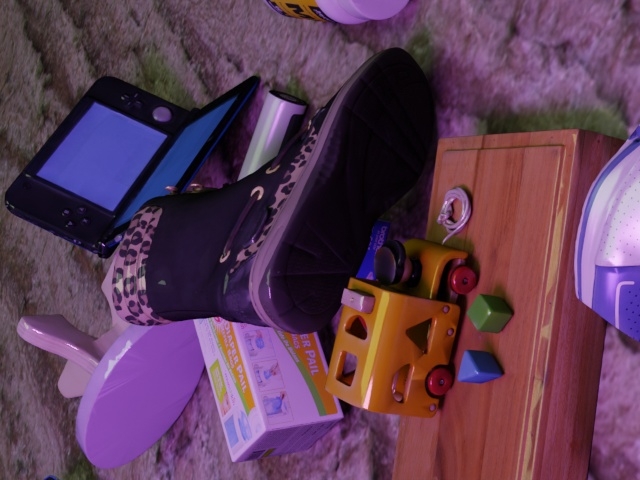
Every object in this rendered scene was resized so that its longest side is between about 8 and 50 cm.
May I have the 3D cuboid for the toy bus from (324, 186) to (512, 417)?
[{"bbox_3d":[0.071,0.069,1.185,0.191,0.104,0.202,-48,44,39],"label":"toy bus"}]

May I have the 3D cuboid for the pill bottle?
[{"bbox_3d":[0.017,-0.323,1.499,0.208,0.119,0.119,23,100,57],"label":"pill bottle"}]

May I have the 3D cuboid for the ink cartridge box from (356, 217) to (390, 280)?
[{"bbox_3d":[0.000,0.000,1.501,0.207,0.046,0.097,23,100,57],"label":"ink cartridge box"}]

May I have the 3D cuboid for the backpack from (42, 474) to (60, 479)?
[{"bbox_3d":[-0.402,0.450,1.926,0.173,0.117,0.158,-48,44,40],"label":"backpack"}]

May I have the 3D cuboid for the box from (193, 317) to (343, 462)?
[{"bbox_3d":[-0.067,0.143,1.467,0.114,0.103,0.203,-51,51,52],"label":"box"}]

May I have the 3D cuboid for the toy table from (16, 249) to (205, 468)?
[{"bbox_3d":[-0.283,0.162,1.733,0.161,0.252,0.274,45,107,34],"label":"toy table"}]

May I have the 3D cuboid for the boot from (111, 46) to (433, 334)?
[{"bbox_3d":[-0.052,-0.049,1.357,0.284,0.138,0.377,-8,45,43],"label":"boot"}]

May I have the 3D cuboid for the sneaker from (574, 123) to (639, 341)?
[{"bbox_3d":[0.326,-0.046,0.938,0.182,0.127,0.315,45,117,55],"label":"sneaker"}]

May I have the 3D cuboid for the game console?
[{"bbox_3d":[-0.263,-0.138,1.728,0.293,0.250,0.173,-60,-7,-37],"label":"game console"}]

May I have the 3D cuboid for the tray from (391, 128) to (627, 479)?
[{"bbox_3d":[0.170,0.105,1.186,0.203,0.076,0.411,2,84,57],"label":"tray"}]

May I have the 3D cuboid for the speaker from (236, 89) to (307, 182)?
[{"bbox_3d":[-0.065,-0.125,1.629,0.055,0.055,0.136,42,115,53],"label":"speaker"}]
